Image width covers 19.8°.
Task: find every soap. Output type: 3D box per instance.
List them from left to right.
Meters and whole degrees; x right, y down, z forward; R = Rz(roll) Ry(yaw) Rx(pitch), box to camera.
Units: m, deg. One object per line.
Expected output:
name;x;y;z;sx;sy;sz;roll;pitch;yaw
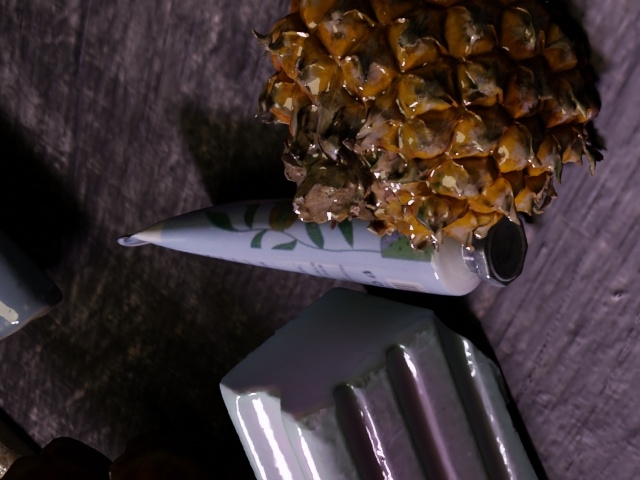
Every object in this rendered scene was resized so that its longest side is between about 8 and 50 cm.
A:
soap;0.046;0.147;1.103;0.091;0.145;0.230;16;135;48

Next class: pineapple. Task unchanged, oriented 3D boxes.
pineapple;0.031;-0.056;0.886;0.161;0.137;0.176;-1;128;47

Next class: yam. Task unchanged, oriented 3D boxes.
yam;-0.269;0.180;1.552;0.094;0.043;0.043;45;147;-7

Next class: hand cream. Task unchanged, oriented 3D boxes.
hand cream;0.000;0.000;1.042;0.256;0.088;0.055;2;105;41

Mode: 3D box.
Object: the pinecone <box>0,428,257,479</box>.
pinecone;-0.116;0.318;1.247;0.397;0.398;0.398;27;144;22

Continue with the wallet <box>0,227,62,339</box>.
wallet;-0.347;-0.062;1.298;0.360;0.083;0.252;48;160;-10
